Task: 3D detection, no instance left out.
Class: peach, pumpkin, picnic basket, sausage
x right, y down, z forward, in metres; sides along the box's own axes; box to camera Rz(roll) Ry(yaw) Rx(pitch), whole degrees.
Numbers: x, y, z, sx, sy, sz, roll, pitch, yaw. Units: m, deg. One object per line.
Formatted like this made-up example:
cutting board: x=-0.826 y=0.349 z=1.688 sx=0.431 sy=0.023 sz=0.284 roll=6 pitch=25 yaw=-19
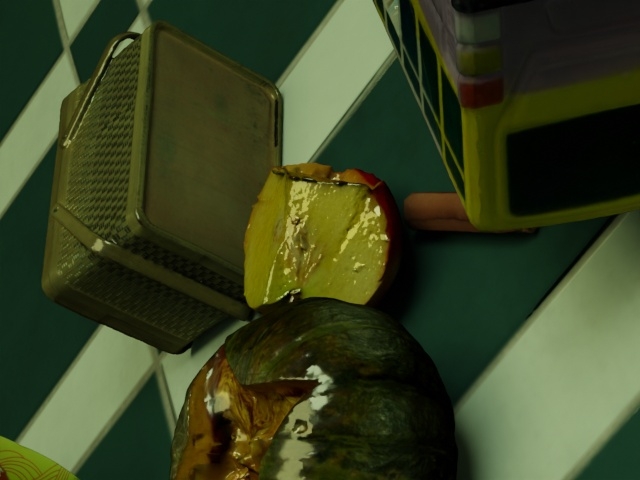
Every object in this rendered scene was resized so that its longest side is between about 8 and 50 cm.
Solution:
peach: x=0.001 y=0.005 z=1.349 sx=0.151 sy=0.118 sz=0.151 roll=-4 pitch=81 yaw=24
pumpkin: x=-0.002 y=0.157 z=1.197 sx=0.238 sy=0.159 sz=0.238 roll=-16 pitch=71 yaw=57
picnic basket: x=-0.137 y=-0.049 z=1.551 sx=0.139 sy=0.165 sz=0.266 roll=-35 pitch=42 yaw=37
sausage: x=0.107 y=-0.021 z=1.285 sx=0.147 sy=0.035 sz=0.030 roll=2 pitch=93 yaw=57

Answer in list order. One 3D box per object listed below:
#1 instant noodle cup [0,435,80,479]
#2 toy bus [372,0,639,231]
instant noodle cup: x=-0.334 y=0.300 z=1.492 sx=0.311 sy=0.311 sz=0.221 roll=-25 pitch=39 yaw=47
toy bus: x=0.134 y=-0.223 z=1.171 sx=0.440 sy=0.209 sz=0.249 roll=-109 pitch=9 yaw=-49
